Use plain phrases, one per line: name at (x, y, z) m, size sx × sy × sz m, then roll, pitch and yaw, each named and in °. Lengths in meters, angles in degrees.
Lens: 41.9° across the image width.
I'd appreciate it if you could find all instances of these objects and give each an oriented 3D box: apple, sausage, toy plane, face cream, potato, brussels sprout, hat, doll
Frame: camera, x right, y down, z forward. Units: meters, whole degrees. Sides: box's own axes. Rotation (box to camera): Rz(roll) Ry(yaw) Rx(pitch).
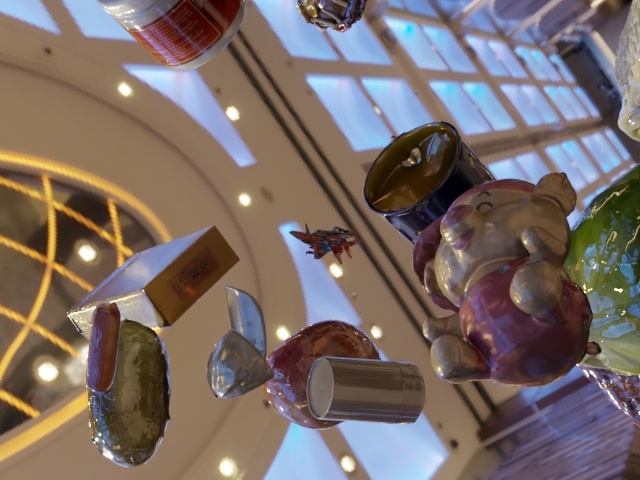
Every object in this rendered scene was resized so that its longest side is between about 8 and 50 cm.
apple at (0.015, 0.375, 2.243) m, size 0.269 × 0.345 × 0.345 m, roll 53°, pitch -155°, yaw 18°
sausage at (-0.311, 0.151, 1.199) m, size 0.041 × 0.131 × 0.039 m, roll 13°, pitch -169°, yaw 16°
toy plane at (0.000, -0.003, 1.844) m, size 0.189 × 0.130 × 0.061 m, roll 25°, pitch -134°, yaw -37°
face cream at (-0.260, -0.428, 1.468) m, size 0.187 × 0.201 × 0.201 m, roll 41°, pitch -153°, yaw -44°
potato at (-0.404, 0.322, 1.767) m, size 0.173 × 0.210 × 0.307 m, roll 1°, pitch -117°, yaw -9°
brussels sprout at (0.487, 0.044, 1.186) m, size 0.289 × 0.355 × 0.281 m, roll 55°, pitch -153°, yaw 11°
hat at (-0.173, 0.184, 1.529) m, size 0.144 × 0.166 × 0.173 m, roll -35°, pitch -74°, yaw -21°
doll at (0.190, 0.033, 0.888) m, size 0.255 × 0.196 × 0.152 m, roll -85°, pitch -25°, yaw -52°

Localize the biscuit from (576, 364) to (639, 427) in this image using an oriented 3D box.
biscuit at (0.669, 0.170, 1.608) m, size 0.166 × 0.395 × 0.342 m, roll -17°, pitch -123°, yaw -40°

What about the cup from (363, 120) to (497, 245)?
cup at (0.220, -0.079, 1.378) m, size 0.256 × 0.178 × 0.255 m, roll 40°, pitch -138°, yaw -36°

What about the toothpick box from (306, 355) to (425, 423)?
toothpick box at (0.080, 0.259, 1.445) m, size 0.181 × 0.111 × 0.111 m, roll 9°, pitch -134°, yaw -25°

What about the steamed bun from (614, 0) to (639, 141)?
steamed bun at (0.501, -0.270, 1.007) m, size 0.394 × 0.238 × 0.346 m, roll 44°, pitch -124°, yaw -75°

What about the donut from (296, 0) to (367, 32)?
donut at (0.019, -0.490, 1.428) m, size 0.103 × 0.269 × 0.269 m, roll -2°, pitch -131°, yaw -14°

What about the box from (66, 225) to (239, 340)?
box at (-0.415, 0.113, 2.034) m, size 0.115 × 0.415 × 0.264 m, roll 55°, pitch -130°, yaw -15°
